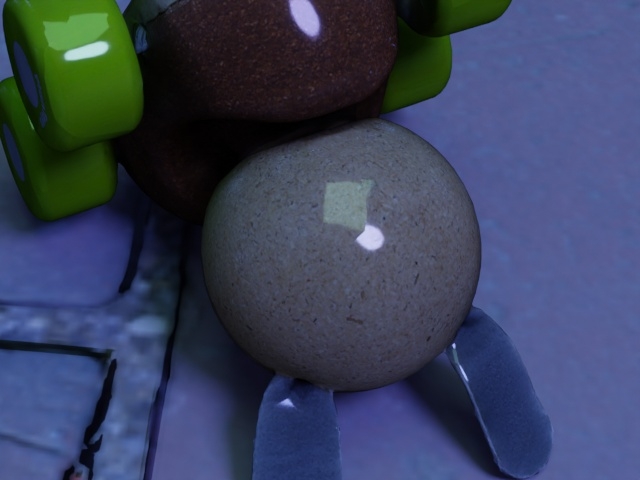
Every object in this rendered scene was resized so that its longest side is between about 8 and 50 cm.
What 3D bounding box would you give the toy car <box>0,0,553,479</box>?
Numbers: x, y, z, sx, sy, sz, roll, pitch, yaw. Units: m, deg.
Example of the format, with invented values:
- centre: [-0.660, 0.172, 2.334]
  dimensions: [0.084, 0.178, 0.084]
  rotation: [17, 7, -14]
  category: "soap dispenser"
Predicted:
- centre: [0.000, 0.000, 0.590]
  dimensions: [0.155, 0.149, 0.188]
  rotation: [-19, 80, -16]
  category: "toy car"
